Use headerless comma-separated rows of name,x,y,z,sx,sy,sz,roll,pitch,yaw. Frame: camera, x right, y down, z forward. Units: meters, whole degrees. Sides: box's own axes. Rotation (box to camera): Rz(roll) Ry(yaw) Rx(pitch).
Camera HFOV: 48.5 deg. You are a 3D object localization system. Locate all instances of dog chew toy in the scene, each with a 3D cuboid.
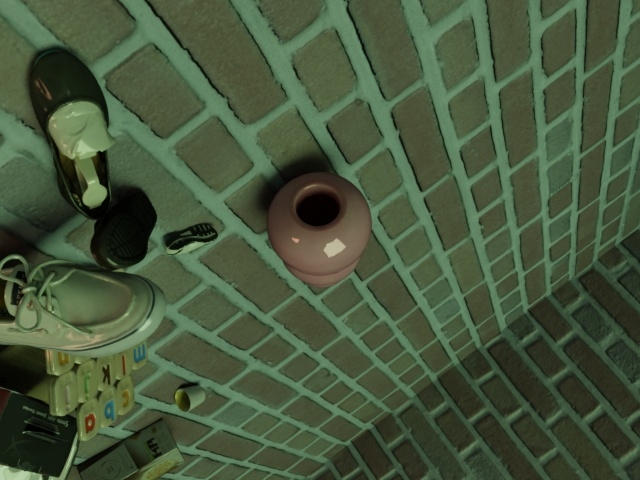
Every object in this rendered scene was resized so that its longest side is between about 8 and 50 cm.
dog chew toy,0.000,0.000,1.466,0.207,0.206,0.332,-30,159,-11

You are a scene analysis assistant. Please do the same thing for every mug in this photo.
mug,-0.338,0.403,1.845,0.064,0.078,0.062,-15,113,-50

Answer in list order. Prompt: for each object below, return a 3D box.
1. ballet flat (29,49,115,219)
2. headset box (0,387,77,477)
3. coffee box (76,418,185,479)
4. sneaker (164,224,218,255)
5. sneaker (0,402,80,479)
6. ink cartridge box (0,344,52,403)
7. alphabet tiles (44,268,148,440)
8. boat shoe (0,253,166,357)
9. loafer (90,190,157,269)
ballet flat,-0.331,-0.132,0.998,0.095,0.096,0.280,-24,149,-21
headset box,-0.568,0.304,1.191,0.218,0.293,0.110,63,40,-61
coffee box,-0.501,0.598,1.897,0.247,0.098,0.141,-27,150,-17
sneaker,-0.249,0.000,1.357,0.109,0.040,0.044,-15,162,-28
sneaker,-0.679,0.538,1.458,0.258,0.169,0.447,14,92,-37
ink cartridge box,-0.498,0.191,1.305,0.193,0.088,0.234,-34,152,-1
alphabet tiles,-0.394,0.198,1.275,0.284,0.021,0.277,-30,120,-71
boat shoe,-0.420,0.083,1.059,0.367,0.135,0.156,1,154,20
loafer,-0.318,-0.006,1.121,0.078,0.080,0.220,-24,-162,10
